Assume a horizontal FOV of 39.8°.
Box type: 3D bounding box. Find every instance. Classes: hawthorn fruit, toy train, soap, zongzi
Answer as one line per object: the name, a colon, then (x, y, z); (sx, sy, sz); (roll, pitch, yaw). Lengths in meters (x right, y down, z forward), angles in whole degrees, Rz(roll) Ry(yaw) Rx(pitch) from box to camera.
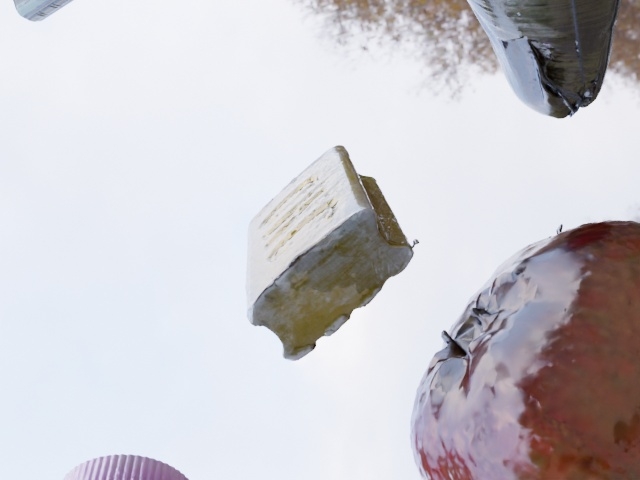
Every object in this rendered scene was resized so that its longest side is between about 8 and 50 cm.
hawthorn fruit: (0.246, 0.162, 0.699); (0.369, 0.284, 0.285); (46, -132, -13)
toy train: (-0.300, -0.359, 1.145); (0.055, 0.252, 0.048); (3, -110, -57)
soap: (0.000, 0.000, 0.964); (0.089, 0.173, 0.274); (45, -171, -16)
zongzi: (0.168, -0.250, 0.878); (0.300, 0.138, 0.286); (-12, -54, -21)

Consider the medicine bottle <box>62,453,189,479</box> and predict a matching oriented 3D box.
medicine bottle: (-0.218, 0.386, 0.915); (0.178, 0.178, 0.291); (56, -163, -32)
